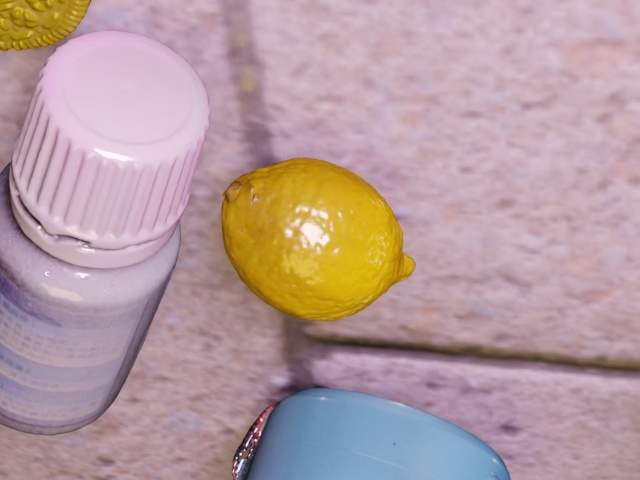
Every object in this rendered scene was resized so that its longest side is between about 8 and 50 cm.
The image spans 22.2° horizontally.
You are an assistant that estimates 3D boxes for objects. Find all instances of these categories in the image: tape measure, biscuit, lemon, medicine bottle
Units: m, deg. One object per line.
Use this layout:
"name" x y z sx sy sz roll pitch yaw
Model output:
"tape measure" 0.031 0.122 0.790 0.146 0.081 0.125 23 159 -9
"biscuit" -0.123 -0.103 0.597 0.084 0.023 0.084 6 142 5
"lemon" 0.000 0.000 0.660 0.092 0.065 0.065 24 142 -29
"medicine bottle" -0.099 0.001 0.674 0.083 0.083 0.203 19 142 -9
